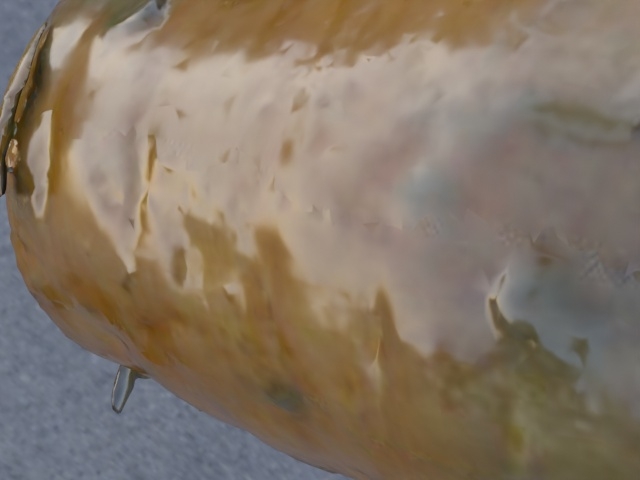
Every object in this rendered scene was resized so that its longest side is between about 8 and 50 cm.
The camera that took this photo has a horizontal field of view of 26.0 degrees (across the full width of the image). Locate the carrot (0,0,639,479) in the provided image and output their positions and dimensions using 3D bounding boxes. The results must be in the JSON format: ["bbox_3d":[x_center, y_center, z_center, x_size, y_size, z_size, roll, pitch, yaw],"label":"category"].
[{"bbox_3d":[0.072,-0.009,0.476,0.340,0.224,0.224,12,67,40],"label":"carrot"}]
